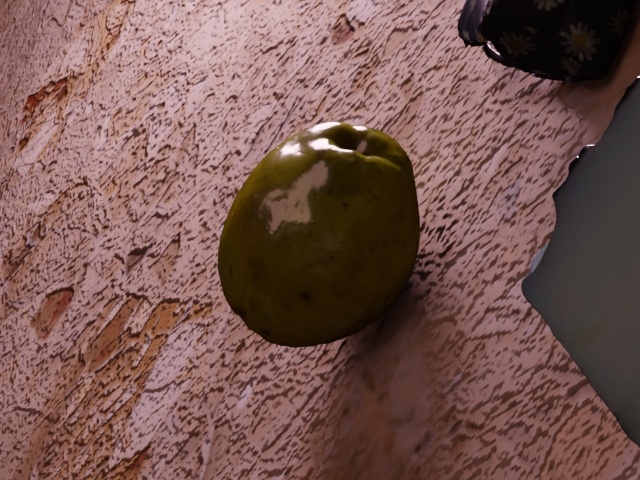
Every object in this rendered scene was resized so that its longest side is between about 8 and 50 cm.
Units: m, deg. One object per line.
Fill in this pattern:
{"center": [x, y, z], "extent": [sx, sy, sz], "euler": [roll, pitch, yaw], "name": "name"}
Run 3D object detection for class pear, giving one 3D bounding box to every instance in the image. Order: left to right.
{"center": [0.000, 0.000, 1.018], "extent": [0.107, 0.107, 0.131], "euler": [-106, 38, -60], "name": "pear"}

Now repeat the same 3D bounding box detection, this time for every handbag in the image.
{"center": [0.114, -0.133, 0.990], "extent": [0.115, 0.072, 0.139], "euler": [-67, 10, -10], "name": "handbag"}

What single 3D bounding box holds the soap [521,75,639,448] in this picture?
{"center": [0.205, -0.063, 0.521], "extent": [0.324, 0.193, 0.109], "euler": [-48, 66, 27], "name": "soap"}
